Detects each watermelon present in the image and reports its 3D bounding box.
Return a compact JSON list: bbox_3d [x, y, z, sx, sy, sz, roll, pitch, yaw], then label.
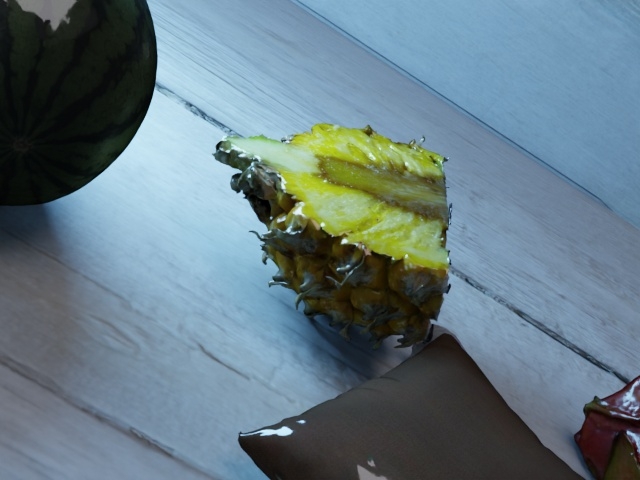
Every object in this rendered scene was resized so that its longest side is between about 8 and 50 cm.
[{"bbox_3d":[-0.304,-0.195,0.855,0.279,0.279,0.359,14,28,-38],"label":"watermelon"}]

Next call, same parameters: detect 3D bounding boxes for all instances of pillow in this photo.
[{"bbox_3d":[0.125,0.235,0.791,0.305,0.108,0.308,-18,55,-46],"label":"pillow"}]

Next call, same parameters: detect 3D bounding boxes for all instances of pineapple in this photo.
[{"bbox_3d":[-0.003,-0.001,1.054,0.286,0.209,0.344,14,29,-2],"label":"pineapple"}]

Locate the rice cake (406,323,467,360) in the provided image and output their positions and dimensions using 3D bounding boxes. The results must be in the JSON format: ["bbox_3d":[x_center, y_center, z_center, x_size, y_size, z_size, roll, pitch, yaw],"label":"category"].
[{"bbox_3d":[0.194,0.234,0.971,0.073,0.056,0.365,14,32,-39],"label":"rice cake"}]

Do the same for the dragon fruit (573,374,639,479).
[{"bbox_3d":[0.507,0.243,1.119,0.302,0.330,0.240,37,2,9],"label":"dragon fruit"}]
